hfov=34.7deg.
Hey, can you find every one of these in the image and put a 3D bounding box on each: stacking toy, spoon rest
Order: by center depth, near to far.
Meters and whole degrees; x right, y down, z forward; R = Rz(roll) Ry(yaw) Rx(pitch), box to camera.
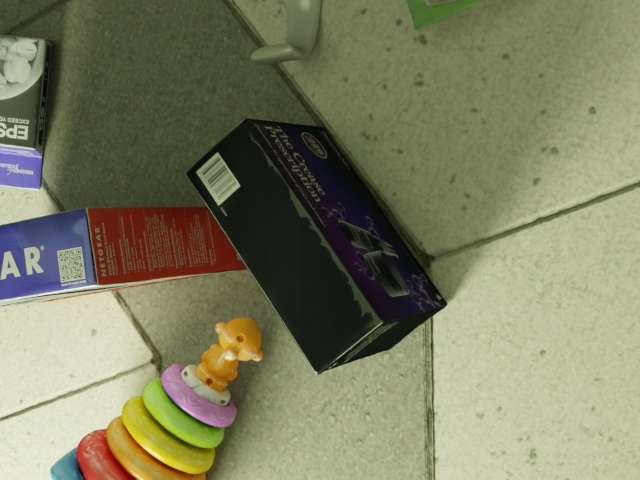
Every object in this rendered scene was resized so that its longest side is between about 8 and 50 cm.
[{"bbox_3d":[-0.038,-0.331,1.195,0.137,0.084,0.276,-4,78,26],"label":"spoon rest"},{"bbox_3d":[-0.170,0.214,1.254,0.175,0.166,0.302,37,98,5],"label":"stacking toy"}]

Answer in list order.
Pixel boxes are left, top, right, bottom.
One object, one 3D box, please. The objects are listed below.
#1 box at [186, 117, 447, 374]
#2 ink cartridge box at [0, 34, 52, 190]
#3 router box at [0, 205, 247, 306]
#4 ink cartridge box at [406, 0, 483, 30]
[{"bbox_3d":[0.000,0.000,1.122,0.103,0.184,0.261,-40,75,21],"label":"box"},{"bbox_3d":[-0.477,-0.181,1.398,0.206,0.045,0.208,6,97,3],"label":"ink cartridge box"},{"bbox_3d":[-0.301,0.025,1.213,0.335,0.301,0.082,-10,88,28],"label":"router box"},{"bbox_3d":[0.131,-0.339,1.104,0.109,0.062,0.209,-18,84,29],"label":"ink cartridge box"}]
